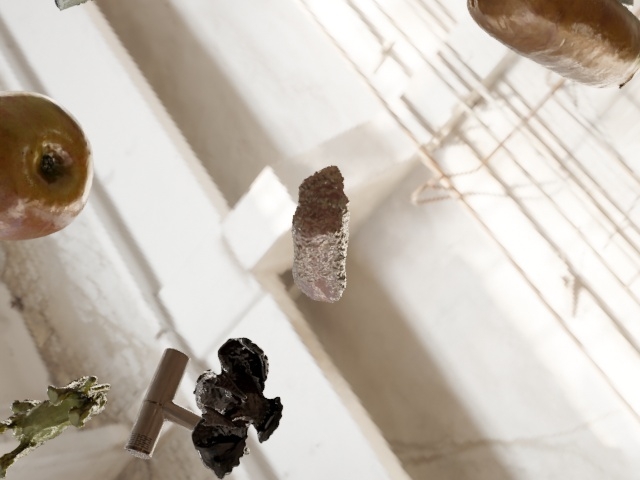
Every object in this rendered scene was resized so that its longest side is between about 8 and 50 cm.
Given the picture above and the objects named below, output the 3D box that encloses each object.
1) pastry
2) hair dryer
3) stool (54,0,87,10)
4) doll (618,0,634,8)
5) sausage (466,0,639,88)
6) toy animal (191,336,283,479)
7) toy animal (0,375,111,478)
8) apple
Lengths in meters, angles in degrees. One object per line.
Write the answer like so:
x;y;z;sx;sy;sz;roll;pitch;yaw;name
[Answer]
0.001;0.006;1.774;0.102;0.265;0.112;-2;-143;-2;pastry
-0.210;0.296;1.760;0.054;0.220;0.195;61;-138;-55;hair dryer
-0.281;-0.490;1.354;0.244;0.269;0.170;63;168;9;stool
0.328;-0.320;1.283;0.258;0.153;0.195;4;-177;-30;doll
0.245;-0.221;1.028;0.270;0.109;0.109;13;-142;-48;sausage
-0.134;0.251;1.574;0.116;0.219;0.179;13;-178;-15;toy animal
-0.309;0.197;1.200;0.073;0.181;0.136;58;-166;0;toy animal
-0.561;-0.131;1.878;0.301;0.301;0.301;31;-152;-19;apple
